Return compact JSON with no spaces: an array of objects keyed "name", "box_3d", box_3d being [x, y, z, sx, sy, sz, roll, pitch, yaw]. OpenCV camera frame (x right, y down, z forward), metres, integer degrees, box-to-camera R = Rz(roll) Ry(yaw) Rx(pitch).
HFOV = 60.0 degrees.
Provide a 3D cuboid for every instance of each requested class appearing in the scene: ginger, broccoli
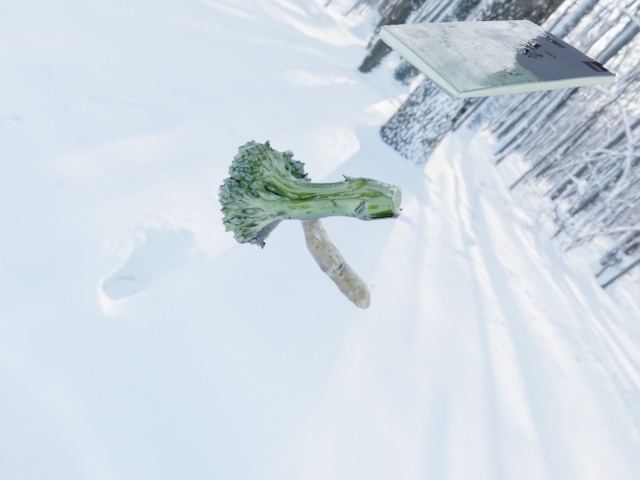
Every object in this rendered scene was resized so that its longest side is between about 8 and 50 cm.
[{"name":"ginger","box_3d":[0.000,0.000,0.955,0.288,0.075,0.089,57,10,-11]},{"name":"broccoli","box_3d":[-0.011,-0.047,0.577,0.118,0.204,0.122,-67,147,-29]}]

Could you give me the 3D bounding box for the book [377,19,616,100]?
[{"name":"book","box_3d":[0.158,-0.167,0.498,0.181,0.014,0.127,-12,46,-23]}]
